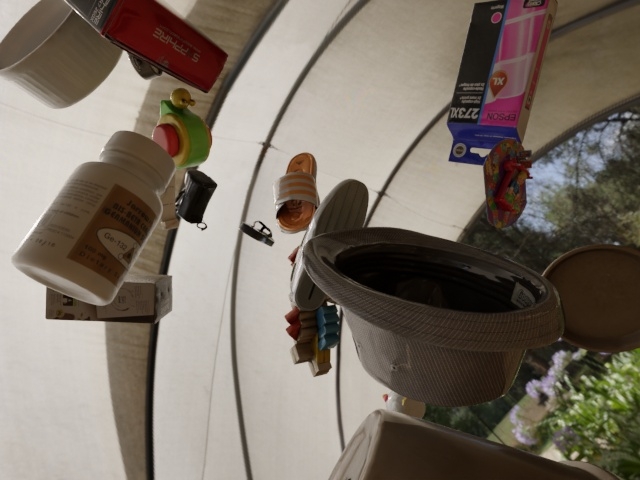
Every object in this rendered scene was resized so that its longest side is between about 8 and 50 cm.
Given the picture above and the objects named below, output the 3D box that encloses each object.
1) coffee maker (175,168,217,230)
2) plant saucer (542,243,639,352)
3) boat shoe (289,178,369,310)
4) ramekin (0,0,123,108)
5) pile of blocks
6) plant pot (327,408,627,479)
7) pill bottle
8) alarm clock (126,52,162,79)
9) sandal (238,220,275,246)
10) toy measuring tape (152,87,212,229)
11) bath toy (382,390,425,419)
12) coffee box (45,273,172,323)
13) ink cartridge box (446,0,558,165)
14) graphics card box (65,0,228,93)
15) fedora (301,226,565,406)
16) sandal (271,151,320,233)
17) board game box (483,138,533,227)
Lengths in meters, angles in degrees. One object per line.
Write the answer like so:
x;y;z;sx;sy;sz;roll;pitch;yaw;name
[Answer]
-0.480;-0.165;1.683;0.178;0.171;0.120;-57;1;27;coffee maker
0.672;0.137;1.019;0.041;0.278;0.278;-33;-27;-58;plant saucer
0.000;0.000;0.699;0.083;0.076;0.226;25;-86;-27;boat shoe
-0.582;-0.433;0.966;0.277;0.277;0.135;-44;-38;-1;ramekin
-0.027;0.170;1.061;0.113;0.149;0.362;-3;-89;-31;pile of blocks
0.134;0.326;0.416;0.323;0.280;0.323;-59;-8;-13;plant pot
-0.303;-0.037;0.604;0.131;0.131;0.229;68;-144;-56;pill bottle
-0.525;-0.536;1.254;0.064;0.192;0.129;-17;-55;1;alarm clock
-0.182;-0.027;1.312;0.054;0.097;0.254;-59;0;-2;sandal
-0.296;-0.154;0.917;0.121;0.121;0.330;-13;-54;-40;toy measuring tape
0.177;0.579;1.211;0.151;0.129;0.348;25;-98;-16;bath toy
-0.605;0.164;1.249;0.168;0.297;0.119;-124;36;-87;coffee box
0.406;-0.362;0.994;0.069;0.176;0.371;-1;-76;-46;ink cartridge box
-0.359;-0.428;0.751;0.094;0.371;0.233;-53;-21;14;graphics card box
0.108;0.081;0.465;0.244;0.275;0.124;-12;-67;-41;fedora
-0.060;-0.124;0.924;0.102;0.265;0.076;-16;-45;15;sandal
0.362;-0.104;0.798;0.133;0.033;0.168;-22;-71;-31;board game box
